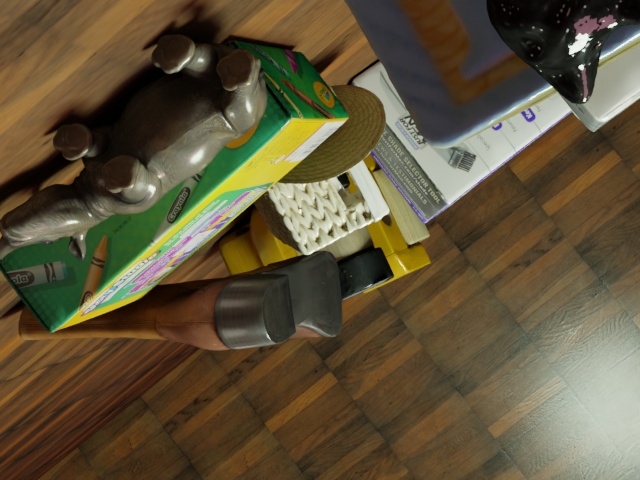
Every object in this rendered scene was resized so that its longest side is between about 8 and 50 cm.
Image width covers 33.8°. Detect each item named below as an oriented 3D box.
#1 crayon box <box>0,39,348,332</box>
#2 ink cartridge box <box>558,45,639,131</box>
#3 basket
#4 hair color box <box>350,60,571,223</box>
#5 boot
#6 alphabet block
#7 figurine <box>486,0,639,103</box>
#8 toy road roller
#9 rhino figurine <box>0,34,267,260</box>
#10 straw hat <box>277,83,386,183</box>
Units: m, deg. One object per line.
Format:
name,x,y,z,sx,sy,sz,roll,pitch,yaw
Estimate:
crayon box,-0.120,-0.046,0.893,0.278,0.081,0.165,-39,175,17
ink cartridge box,0.256,-0.235,1.051,0.131,0.226,0.306,-38,177,14
basket,-0.016,-0.058,1.131,0.103,0.113,0.167,-32,-166,-8
hair color box,0.209,-0.196,1.295,0.338,0.185,0.110,-36,176,-18
boot,-0.133,0.075,1.123,0.280,0.096,0.264,-4,-171,23
alphabet block,0.130,-0.189,0.622,0.193,0.192,0.197,-28,-178,30
figurine,0.100,-0.186,0.432,0.092,0.209,0.215,-35,174,-34
toy road roller,0.000,0.000,1.596,0.240,0.203,0.329,-27,175,25
rhino figurine,-0.136,-0.056,0.741,0.243,0.073,0.106,-38,172,10
straw hat,-0.014,-0.123,1.024,0.144,0.144,0.061,-37,135,-9
